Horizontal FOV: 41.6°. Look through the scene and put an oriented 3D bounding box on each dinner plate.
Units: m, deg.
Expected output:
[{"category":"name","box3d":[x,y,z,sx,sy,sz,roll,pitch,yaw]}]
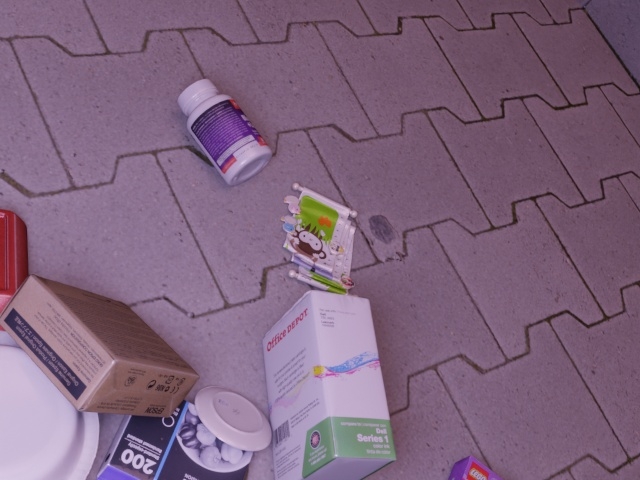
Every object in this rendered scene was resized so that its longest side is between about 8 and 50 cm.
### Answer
[{"category":"dinner plate","box3d":[-0.135,0.279,1.346,0.141,0.017,0.141,29,19,-11]}]

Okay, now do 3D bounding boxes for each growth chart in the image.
[{"category":"growth chart","box3d":[0.000,0.000,1.655,0.172,0.021,0.237,18,52,-19]}]

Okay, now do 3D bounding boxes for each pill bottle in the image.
[{"category":"pill bottle","box3d":[-0.188,-0.211,1.619,0.108,0.108,0.193,-29,78,-41]}]

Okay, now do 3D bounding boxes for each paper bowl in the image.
[{"category":"paper bowl","box3d":[-0.441,0.255,1.132,0.284,0.148,0.284,15,54,-21]}]

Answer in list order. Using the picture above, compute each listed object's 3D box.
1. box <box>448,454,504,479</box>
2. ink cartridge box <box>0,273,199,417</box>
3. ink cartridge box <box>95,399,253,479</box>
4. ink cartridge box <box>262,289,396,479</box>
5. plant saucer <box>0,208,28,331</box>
[{"category":"box","box3d":[0.329,0.545,1.471,0.293,0.057,0.201,38,50,-4]},{"category":"ink cartridge box","box3d":[-0.308,0.156,1.198,0.193,0.088,0.234,37,2,25]},{"category":"ink cartridge box","box3d":[-0.219,0.347,1.275,0.206,0.045,0.208,30,50,-13]},{"category":"ink cartridge box","box3d":[0.005,0.250,1.371,0.117,0.201,0.278,9,56,-27]},{"category":"plant saucer","box3d":[-0.553,0.019,1.223,0.258,0.048,0.259,9,36,-27]}]
